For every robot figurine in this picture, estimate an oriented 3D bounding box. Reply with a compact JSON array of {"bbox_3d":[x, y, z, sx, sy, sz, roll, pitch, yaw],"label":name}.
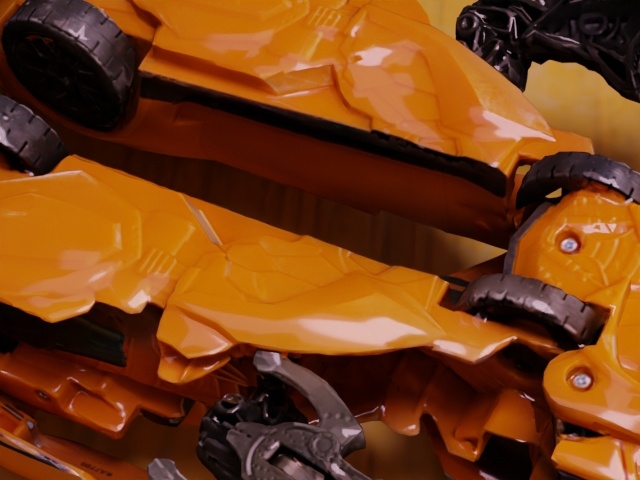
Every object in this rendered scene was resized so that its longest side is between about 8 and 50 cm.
[{"bbox_3d":[0.000,0.000,0.459,0.291,0.085,0.211,19,57,20],"label":"robot figurine"}]
